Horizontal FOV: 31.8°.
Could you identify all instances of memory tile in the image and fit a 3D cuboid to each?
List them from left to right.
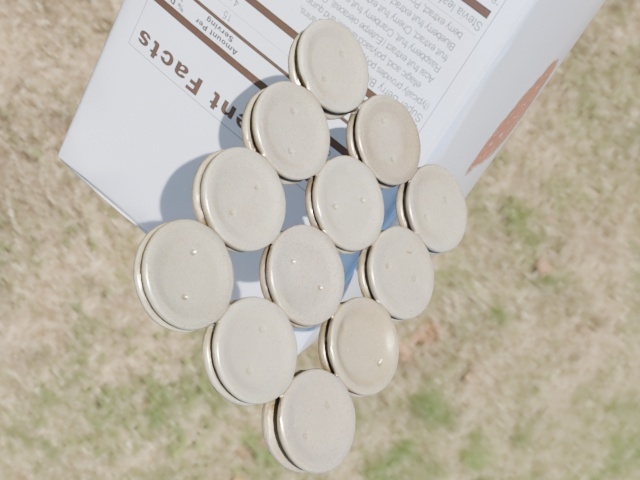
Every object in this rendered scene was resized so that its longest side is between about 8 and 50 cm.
[{"bbox_3d":[0.000,0.000,0.414,0.113,0.012,0.148,50,52,-24],"label":"memory tile"}]

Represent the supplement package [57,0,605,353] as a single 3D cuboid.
[{"bbox_3d":[0.028,-0.120,0.570,0.177,0.175,0.293,-35,161,-53],"label":"supplement package"}]
